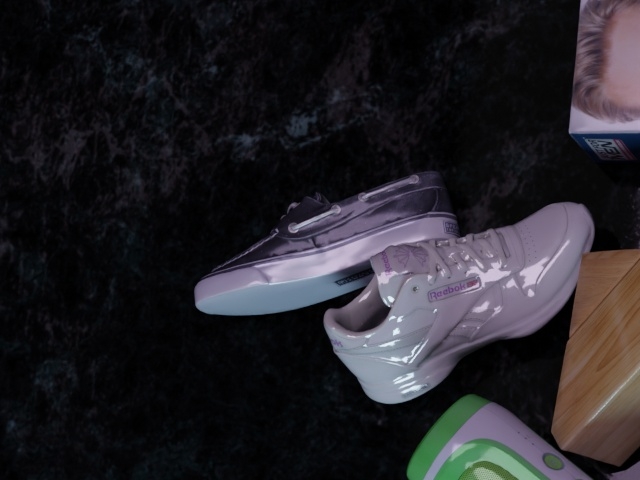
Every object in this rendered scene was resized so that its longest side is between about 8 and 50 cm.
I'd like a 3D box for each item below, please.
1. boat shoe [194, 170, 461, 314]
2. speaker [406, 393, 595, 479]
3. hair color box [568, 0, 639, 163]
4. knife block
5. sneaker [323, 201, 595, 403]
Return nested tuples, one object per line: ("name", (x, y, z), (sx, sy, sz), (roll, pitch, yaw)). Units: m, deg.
("boat shoe", (0.000, 0.000, 2.101), (0.301, 0.108, 0.102), (-19, 69, 16))
("speaker", (0.229, 0.282, 1.888), (0.296, 0.131, 0.131), (38, 93, 19))
("hair color box", (0.436, -0.174, 1.957), (0.347, 0.105, 0.174), (0, 75, 25))
("knife block", (0.353, 0.081, 1.872), (0.242, 0.088, 0.276), (-3, 71, 55))
("sneaker", (0.142, 0.048, 1.991), (0.305, 0.152, 0.114), (-35, 34, 10))
